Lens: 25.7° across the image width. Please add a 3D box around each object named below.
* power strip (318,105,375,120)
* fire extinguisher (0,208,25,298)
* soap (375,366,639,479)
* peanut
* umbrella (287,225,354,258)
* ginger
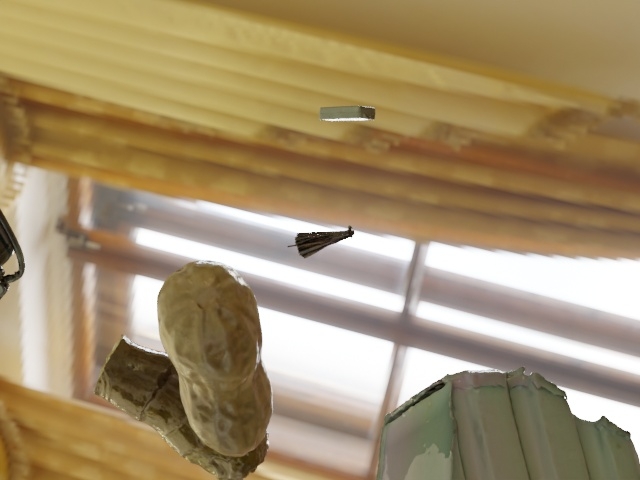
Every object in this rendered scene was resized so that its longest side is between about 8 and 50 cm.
[{"bbox_3d":[0.029,-0.148,1.644,0.027,0.083,0.017,4,-89,-44],"label":"power strip"},{"bbox_3d":[-0.480,-0.028,1.894,0.093,0.118,0.294,-83,-26,-58],"label":"fire extinguisher"},{"bbox_3d":[0.205,0.353,1.353,0.156,0.261,0.446,132,131,-56],"label":"soap"},{"bbox_3d":[-0.115,0.142,1.595,0.123,0.123,0.257,-64,-31,-55],"label":"peanut"},{"bbox_3d":[0.001,0.000,1.649,0.020,0.083,0.031,13,-116,-82],"label":"umbrella"},{"bbox_3d":[-0.183,0.222,1.891,0.116,0.263,0.109,-61,-6,19],"label":"ginger"}]
